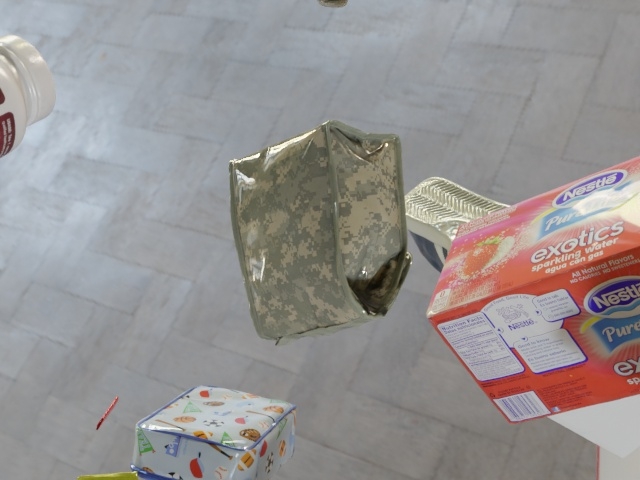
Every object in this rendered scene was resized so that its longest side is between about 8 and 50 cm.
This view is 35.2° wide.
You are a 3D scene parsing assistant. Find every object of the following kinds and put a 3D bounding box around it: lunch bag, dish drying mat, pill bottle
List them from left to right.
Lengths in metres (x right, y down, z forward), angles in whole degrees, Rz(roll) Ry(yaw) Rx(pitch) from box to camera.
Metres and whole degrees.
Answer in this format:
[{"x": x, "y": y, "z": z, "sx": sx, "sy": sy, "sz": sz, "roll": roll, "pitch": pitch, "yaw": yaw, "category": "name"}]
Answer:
[{"x": -0.254, "y": -0.081, "z": 0.671, "sx": 0.086, "sy": 0.086, "sz": 0.152, "roll": 13, "pitch": 35, "yaw": 33, "category": "pill bottle"}, {"x": -0.405, "y": 0.328, "z": 1.917, "sx": 0.008, "sy": 0.083, "sz": 0.032, "roll": 32, "pitch": 112, "yaw": -2, "category": "dish drying mat"}, {"x": -0.184, "y": 0.344, "z": 1.766, "sx": 0.243, "sy": 0.303, "sz": 0.114, "roll": 7, "pitch": 98, "yaw": 17, "category": "lunch bag"}, {"x": 0.000, "y": 0.000, "z": 1.452, "sx": 0.235, "sy": 0.169, "sz": 0.286, "roll": -17, "pitch": 72, "yaw": 46, "category": "lunch bag"}]

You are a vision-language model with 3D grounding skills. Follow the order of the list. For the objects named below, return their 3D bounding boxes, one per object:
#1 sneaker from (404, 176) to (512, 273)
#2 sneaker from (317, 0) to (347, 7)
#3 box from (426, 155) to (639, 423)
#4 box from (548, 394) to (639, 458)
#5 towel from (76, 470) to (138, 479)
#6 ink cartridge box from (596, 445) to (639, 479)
[{"x": 0.253, "y": 0.027, "z": 1.486, "sx": 0.131, "sy": 0.148, "sz": 0.350, "roll": -37, "pitch": 35, "yaw": -6, "category": "sneaker"}, {"x": 0.077, "y": -0.375, "z": 1.184, "sx": 0.262, "sy": 0.099, "sz": 0.121, "roll": -45, "pitch": 41, "yaw": 34, "category": "sneaker"}, {"x": 0.225, "y": 0.028, "z": 0.745, "sx": 0.257, "sy": 0.128, "sz": 0.122, "roll": -23, "pitch": 26, "yaw": 36, "category": "box"}, {"x": 0.297, "y": 0.118, "z": 1.069, "sx": 0.091, "sy": 0.130, "sz": 0.170, "roll": -55, "pitch": 7, "yaw": 40, "category": "box"}, {"x": -0.303, "y": 0.462, "z": 1.530, "sx": 0.021, "sy": 0.102, "sz": 0.237, "roll": -54, "pitch": 43, "yaw": 40, "category": "towel"}, {"x": 0.438, "y": 0.237, "z": 1.429, "sx": 0.092, "sy": 0.218, "sz": 0.158, "roll": 2, "pitch": 108, "yaw": 16, "category": "ink cartridge box"}]
